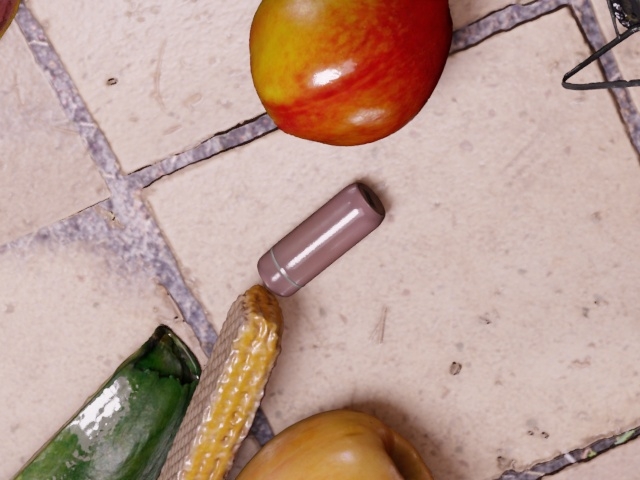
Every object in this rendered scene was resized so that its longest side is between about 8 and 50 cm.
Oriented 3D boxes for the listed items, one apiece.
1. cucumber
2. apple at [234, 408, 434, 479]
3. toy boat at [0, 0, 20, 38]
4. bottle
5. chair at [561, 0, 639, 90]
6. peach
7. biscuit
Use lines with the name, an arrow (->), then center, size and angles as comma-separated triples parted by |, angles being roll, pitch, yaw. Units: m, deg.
cucumber -> -0.242, 0.239, 1.980 | 0.145, 0.105, 0.325 | 40, 107, -11
apple -> 0.018, 0.305, 1.914 | 0.242, 0.242, 0.241 | 35, 109, -10
toy boat -> -0.412, -0.200, 1.815 | 0.318, 0.099, 0.141 | -25, 136, 14
bottle -> 0.000, 0.000, 1.884 | 0.140, 0.053, 0.053 | -39, 105, 17
chair -> 0.321, -0.249, 1.733 | 0.145, 0.221, 0.140 | 6, 123, 49
peach -> 0.036, -0.182, 1.739 | 0.197, 0.197, 0.197 | 2, 113, 4
biscuit -> -0.123, 0.223, 1.928 | 0.054, 0.094, 0.378 | 18, 112, -13
